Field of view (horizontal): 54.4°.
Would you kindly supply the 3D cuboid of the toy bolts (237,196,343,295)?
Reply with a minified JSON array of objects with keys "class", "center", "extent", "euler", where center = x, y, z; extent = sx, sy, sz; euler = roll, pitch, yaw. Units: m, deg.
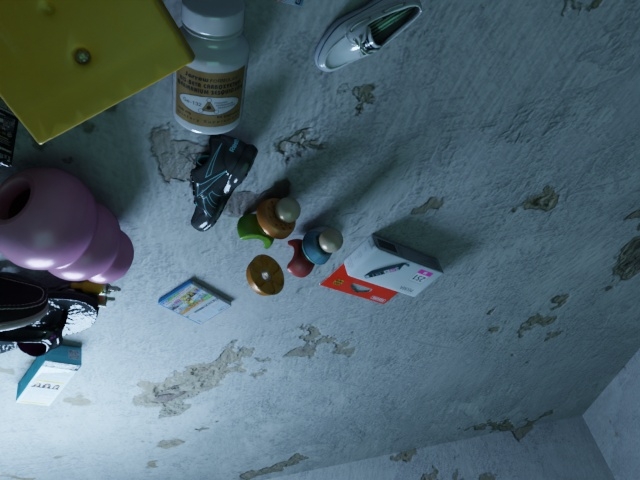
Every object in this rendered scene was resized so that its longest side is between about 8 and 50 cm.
[{"class":"toy bolts","center":[-0.057,0.019,1.469],"extent":[0.229,0.218,0.159],"euler":[19,144,-39]}]

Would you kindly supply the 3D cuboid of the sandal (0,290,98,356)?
[{"class":"sandal","center":[-0.728,0.237,1.530],"extent":[0.446,0.107,0.167],"euler":[-20,143,19]}]

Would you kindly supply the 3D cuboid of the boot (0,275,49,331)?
[{"class":"boot","center":[-0.732,0.027,1.248],"extent":[0.378,0.138,0.284],"euler":[11,115,-22]}]

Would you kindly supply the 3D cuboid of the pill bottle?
[{"class":"pill bottle","center":[-0.192,-0.311,1.086],"extent":[0.131,0.131,0.229],"euler":[-3,139,-16]}]

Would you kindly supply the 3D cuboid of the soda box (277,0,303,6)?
[{"class":"soda box","center":[-0.035,-0.477,0.999],"extent":[0.063,0.058,0.183],"euler":[4,138,-23]}]

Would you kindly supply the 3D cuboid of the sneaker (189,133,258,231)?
[{"class":"sneaker","center":[-0.232,-0.127,1.345],"extent":[0.106,0.101,0.267],"euler":[28,128,-14]}]

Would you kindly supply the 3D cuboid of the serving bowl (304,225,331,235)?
[{"class":"serving bowl","center":[0.000,0.000,1.609],"extent":[0.083,0.027,0.083],"euler":[-10,140,-8]}]

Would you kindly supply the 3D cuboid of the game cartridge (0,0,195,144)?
[{"class":"game cartridge","center":[-0.387,-0.339,0.898],"extent":[0.285,0.052,0.323],"euler":[-26,118,7]}]

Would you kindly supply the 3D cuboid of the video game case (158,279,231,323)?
[{"class":"video game case","center":[-0.343,0.171,1.707],"extent":[0.119,0.015,0.166],"euler":[-31,139,19]}]

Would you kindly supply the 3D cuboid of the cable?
[{"class":"cable","center":[-0.645,0.120,1.533],"extent":[0.287,0.072,0.139],"euler":[15,150,-16]}]

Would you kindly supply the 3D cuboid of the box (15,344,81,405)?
[{"class":"box","center":[-0.778,0.386,1.778],"extent":[0.101,0.060,0.244],"euler":[19,130,-36]}]

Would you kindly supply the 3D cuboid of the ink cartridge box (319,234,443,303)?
[{"class":"ink cartridge box","center":[0.174,0.109,1.777],"extent":[0.275,0.060,0.239],"euler":[20,128,-36]}]

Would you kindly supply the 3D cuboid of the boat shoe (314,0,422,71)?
[{"class":"boat shoe","center":[0.083,-0.381,1.141],"extent":[0.226,0.075,0.083],"euler":[-37,137,24]}]

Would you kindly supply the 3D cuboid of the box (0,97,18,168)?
[{"class":"box","center":[-0.594,-0.211,1.011],"extent":[0.078,0.147,0.180],"euler":[-7,163,25]}]

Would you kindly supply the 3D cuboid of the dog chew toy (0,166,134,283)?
[{"class":"dog chew toy","center":[-0.514,-0.010,1.294],"extent":[0.207,0.206,0.332],"euler":[-25,148,11]}]
